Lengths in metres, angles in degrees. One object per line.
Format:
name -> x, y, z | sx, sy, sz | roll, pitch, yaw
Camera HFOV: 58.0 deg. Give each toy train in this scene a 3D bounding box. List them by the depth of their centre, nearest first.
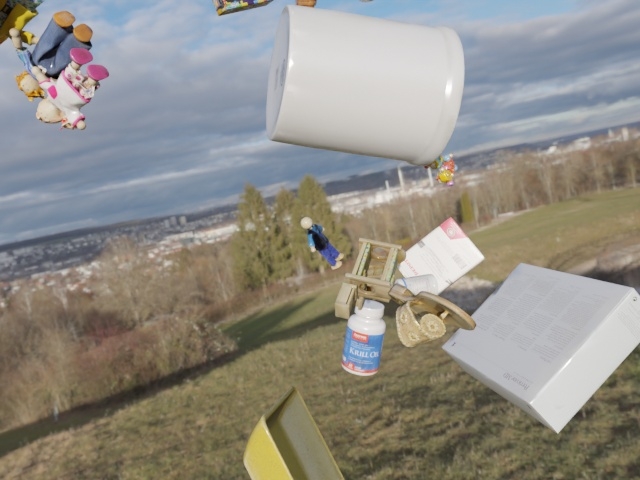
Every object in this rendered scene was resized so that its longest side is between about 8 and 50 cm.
toy train -> 0.328, -0.216, 1.606 | 0.046, 0.125, 0.166 | -20, -39, 31

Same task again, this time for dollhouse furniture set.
dollhouse furniture set -> 0.107, 0.120, 1.198 | 0.101, 0.160, 0.181 | 11, 49, 15

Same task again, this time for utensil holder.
utensil holder -> 0.087, -0.358, 1.345 | 0.386, 0.327, 0.328 | 5, 1, -14

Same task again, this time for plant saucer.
plant saucer -> -0.028, 0.453, 1.048 | 0.081, 0.332, 0.333 | -29, -8, 3

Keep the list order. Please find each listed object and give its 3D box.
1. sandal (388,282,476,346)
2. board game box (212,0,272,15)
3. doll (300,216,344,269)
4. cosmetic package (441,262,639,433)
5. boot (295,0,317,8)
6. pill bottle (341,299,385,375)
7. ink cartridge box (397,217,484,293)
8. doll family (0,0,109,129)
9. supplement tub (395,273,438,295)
sandal -> 0.148, 0.125, 0.872 | 0.079, 0.088, 0.240 | -52, 12, -6
board game box -> -0.224, -0.691, 1.548 | 0.170, 0.141, 0.048 | -29, 13, -36
doll -> 0.000, 0.000, 1.801 | 0.046, 0.189, 0.129 | -25, 28, 30
cosmetic package -> 0.449, 0.198, 1.204 | 0.284, 0.097, 0.377 | -43, 12, -5
boot -> -0.029, -0.758, 1.783 | 0.073, 0.152, 0.197 | 1, 13, -18
pill bottle -> 0.141, 0.308, 1.851 | 0.124, 0.221, 0.124 | 7, 13, -2
ink cartridge box -> 0.357, 0.060, 1.732 | 0.218, 0.158, 0.092 | -39, -13, 11
doll family -> -0.415, -0.282, 0.832 | 0.163, 0.263, 0.118 | -30, 24, 33
supplement tub -> 0.268, 0.135, 1.623 | 0.107, 0.070, 0.071 | -8, 5, -13
